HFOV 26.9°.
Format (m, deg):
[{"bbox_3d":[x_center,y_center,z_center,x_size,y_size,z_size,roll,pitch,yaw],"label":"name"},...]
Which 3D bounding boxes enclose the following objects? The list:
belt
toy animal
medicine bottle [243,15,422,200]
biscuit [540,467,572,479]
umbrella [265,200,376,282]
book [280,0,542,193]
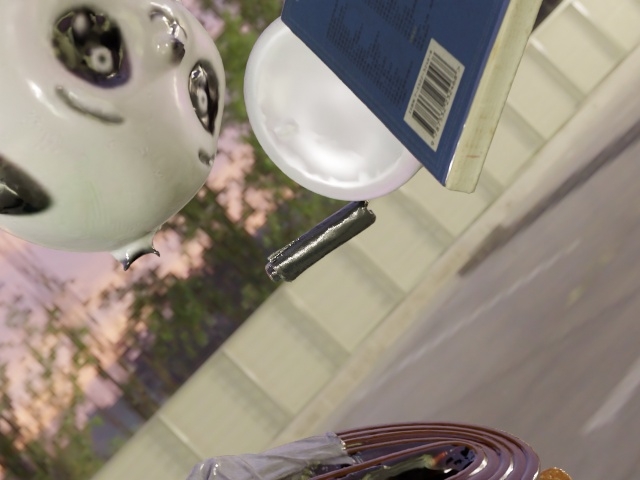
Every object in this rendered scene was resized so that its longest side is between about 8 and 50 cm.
[{"bbox_3d":[0.036,0.252,1.171,0.339,0.122,0.217,-9,19,-26],"label":"belt"},{"bbox_3d":[-0.202,-0.132,1.001,0.251,0.310,0.251,-16,-33,-11],"label":"toy animal"},{"bbox_3d":[0.078,-0.192,1.378,0.202,0.202,0.316,-46,0,38],"label":"medicine bottle"},{"bbox_3d":[0.267,0.375,1.631,0.205,0.324,0.049,-57,4,-36],"label":"biscuit"},{"bbox_3d":[0.001,0.001,1.417,0.133,0.036,0.031,-33,-10,1],"label":"umbrella"},{"bbox_3d":[0.055,-0.173,0.813,0.269,0.025,0.191,53,131,53],"label":"book"}]
